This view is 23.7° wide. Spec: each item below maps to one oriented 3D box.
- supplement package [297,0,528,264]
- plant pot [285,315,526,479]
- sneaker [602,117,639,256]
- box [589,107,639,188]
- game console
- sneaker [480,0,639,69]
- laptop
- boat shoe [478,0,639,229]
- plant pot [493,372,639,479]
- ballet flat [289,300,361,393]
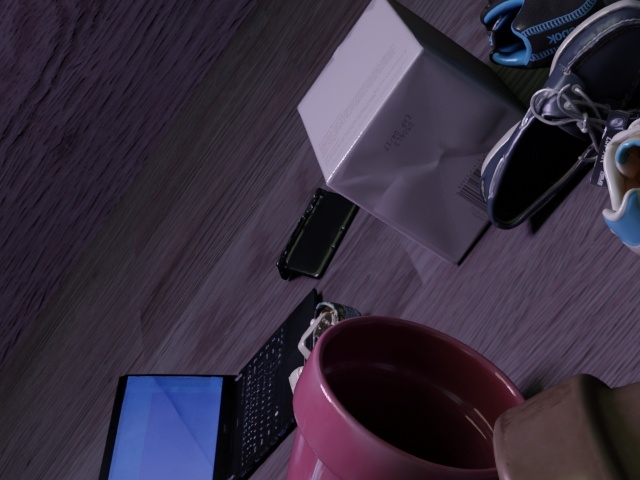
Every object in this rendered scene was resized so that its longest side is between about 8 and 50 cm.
[{"bbox_3d":[0.105,-0.133,1.693,0.177,0.175,0.293,-54,18,14],"label":"supplement package"},{"bbox_3d":[0.055,0.191,1.280,0.201,0.201,0.180,-89,20,-59],"label":"plant pot"},{"bbox_3d":[0.289,-0.078,1.249,0.087,0.092,0.228,-42,22,44],"label":"sneaker"},{"bbox_3d":[0.264,-0.081,1.328,0.083,0.018,0.067,-9,-64,-61],"label":"box"},{"bbox_3d":[0.000,0.000,2.022,0.122,0.071,0.107,-61,-12,-14],"label":"game console"},{"bbox_3d":[0.219,-0.251,1.596,0.140,0.125,0.341,-26,13,-4],"label":"sneaker"},{"bbox_3d":[-0.131,0.178,1.859,0.264,0.137,0.234,-49,20,24],"label":"laptop"},{"bbox_3d":[0.235,-0.115,1.451,0.254,0.095,0.079,-49,18,29],"label":"boat shoe"},{"bbox_3d":[0.250,0.144,0.772,0.229,0.263,0.263,-34,23,13],"label":"plant pot"},{"bbox_3d":[-0.002,0.144,1.692,0.070,0.070,0.188,-41,24,42],"label":"ballet flat"}]
